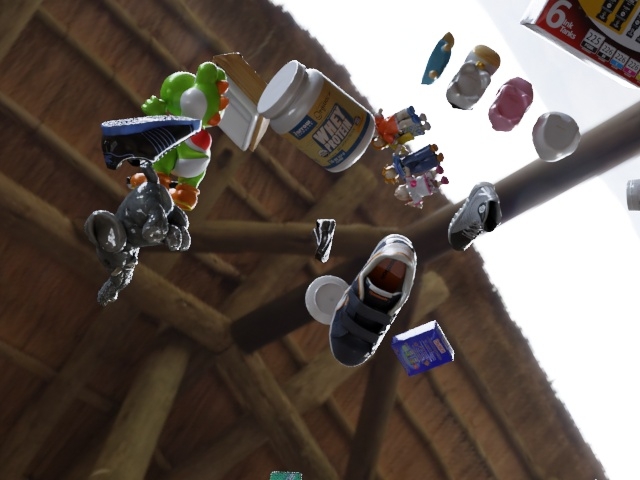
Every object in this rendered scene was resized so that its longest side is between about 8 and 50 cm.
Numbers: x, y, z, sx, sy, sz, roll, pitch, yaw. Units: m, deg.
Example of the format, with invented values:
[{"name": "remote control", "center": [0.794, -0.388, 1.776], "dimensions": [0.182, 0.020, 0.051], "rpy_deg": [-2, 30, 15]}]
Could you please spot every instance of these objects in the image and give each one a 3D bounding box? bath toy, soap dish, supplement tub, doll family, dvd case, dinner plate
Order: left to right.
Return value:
[{"name": "dvd case", "center": [-0.487, -0.164, 2.350], "dimensions": [0.253, 0.180, 0.022], "rpy_deg": [-178, 94, -78]}, {"name": "soap dish", "center": [-0.249, -0.429, 2.423], "dimensions": [0.229, 0.118, 0.291], "rpy_deg": [47, 159, 5]}, {"name": "supplement tub", "center": [-0.008, -0.241, 1.524], "dimensions": [0.199, 0.144, 0.144], "rpy_deg": [34, -149, -25]}, {"name": "dinner plate", "center": [0.028, 0.165, 2.184], "dimensions": [0.141, 0.141, 0.017], "rpy_deg": [62, 161, 10]}, {"name": "doll family", "center": [0.210, -0.213, 1.930], "dimensions": [0.263, 0.163, 0.118], "rpy_deg": [64, -149, -8]}, {"name": "bath toy", "center": [0.372, -0.287, 1.604], "dimensions": [0.348, 0.151, 0.129], "rpy_deg": [35, 176, 3]}, {"name": "supplement tub", "center": [0.699, -0.096, 1.632], "dimensions": [0.071, 0.107, 0.071], "rpy_deg": [6, -97, -60]}]

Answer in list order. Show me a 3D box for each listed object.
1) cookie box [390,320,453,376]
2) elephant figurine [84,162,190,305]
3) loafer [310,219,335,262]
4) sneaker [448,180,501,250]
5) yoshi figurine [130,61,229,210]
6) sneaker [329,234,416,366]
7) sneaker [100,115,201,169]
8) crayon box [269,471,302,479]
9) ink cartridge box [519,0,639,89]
[{"name": "cookie box", "center": [0.222, 0.236, 1.703], "dimensions": [0.092, 0.107, 0.040], "rpy_deg": [59, -158, -17]}, {"name": "elephant figurine", "center": [-0.410, -0.008, 1.643], "dimensions": [0.169, 0.239, 0.186], "rpy_deg": [50, -157, -47]}, {"name": "loafer", "center": [0.000, 0.000, 2.742], "dimensions": [0.078, 0.080, 0.220], "rpy_deg": [12, -147, 1]}, {"name": "sneaker", "center": [0.428, -0.040, 2.154], "dimensions": [0.086, 0.229, 0.132], "rpy_deg": [7, -147, -18]}, {"name": "yoshi figurine", "center": [-0.350, -0.270, 1.944], "dimensions": [0.203, 0.362, 0.203], "rpy_deg": [20, 172, -4]}, {"name": "sneaker", "center": [0.106, 0.142, 1.698], "dimensions": [0.126, 0.321, 0.127], "rpy_deg": [22, -167, -2]}, {"name": "sneaker", "center": [-0.332, -0.196, 1.547], "dimensions": [0.232, 0.081, 0.090], "rpy_deg": [-15, -66, -45]}, {"name": "crayon box", "center": [-0.091, 0.728, 1.899], "dimensions": [0.165, 0.081, 0.278], "rpy_deg": [99, 172, -47]}, {"name": "ink cartridge box", "center": [0.651, -0.524, 1.725], "dimensions": [0.309, 0.272, 0.130], "rpy_deg": [27, -167, -9]}]
